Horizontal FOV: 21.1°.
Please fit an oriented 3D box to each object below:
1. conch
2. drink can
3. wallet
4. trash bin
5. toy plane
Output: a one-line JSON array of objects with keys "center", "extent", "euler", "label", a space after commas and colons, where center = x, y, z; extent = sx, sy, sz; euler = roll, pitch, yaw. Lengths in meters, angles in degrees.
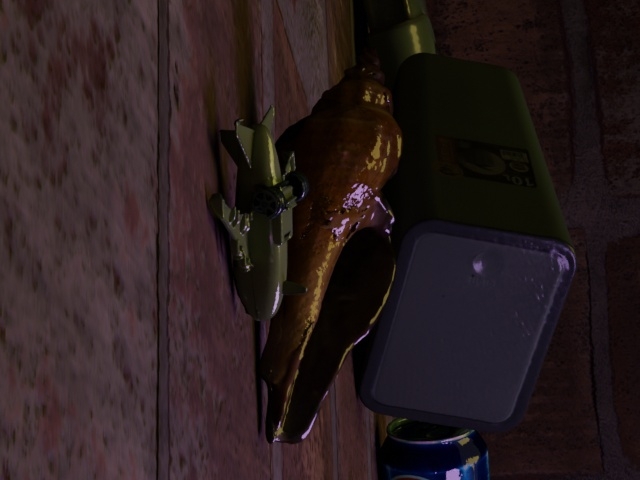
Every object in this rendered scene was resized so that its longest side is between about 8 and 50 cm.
[{"center": [0.000, -0.002, 0.993], "extent": [0.080, 0.086, 0.232], "euler": [9, -89, 56], "label": "conch"}, {"center": [0.123, 0.287, 1.800], "extent": [0.118, 0.118, 0.204], "euler": [-67, 153, -77], "label": "drink can"}, {"center": [0.101, -0.199, 1.961], "extent": [0.252, 0.083, 0.360], "euler": [-34, 112, -82], "label": "wallet"}, {"center": [0.124, -0.014, 1.670], "extent": [0.343, 0.158, 0.223], "euler": [-93, -166, -55], "label": "trash bin"}, {"center": [-0.029, -0.012, 0.872], "extent": [0.102, 0.040, 0.111], "euler": [-34, 120, -61], "label": "toy plane"}]
